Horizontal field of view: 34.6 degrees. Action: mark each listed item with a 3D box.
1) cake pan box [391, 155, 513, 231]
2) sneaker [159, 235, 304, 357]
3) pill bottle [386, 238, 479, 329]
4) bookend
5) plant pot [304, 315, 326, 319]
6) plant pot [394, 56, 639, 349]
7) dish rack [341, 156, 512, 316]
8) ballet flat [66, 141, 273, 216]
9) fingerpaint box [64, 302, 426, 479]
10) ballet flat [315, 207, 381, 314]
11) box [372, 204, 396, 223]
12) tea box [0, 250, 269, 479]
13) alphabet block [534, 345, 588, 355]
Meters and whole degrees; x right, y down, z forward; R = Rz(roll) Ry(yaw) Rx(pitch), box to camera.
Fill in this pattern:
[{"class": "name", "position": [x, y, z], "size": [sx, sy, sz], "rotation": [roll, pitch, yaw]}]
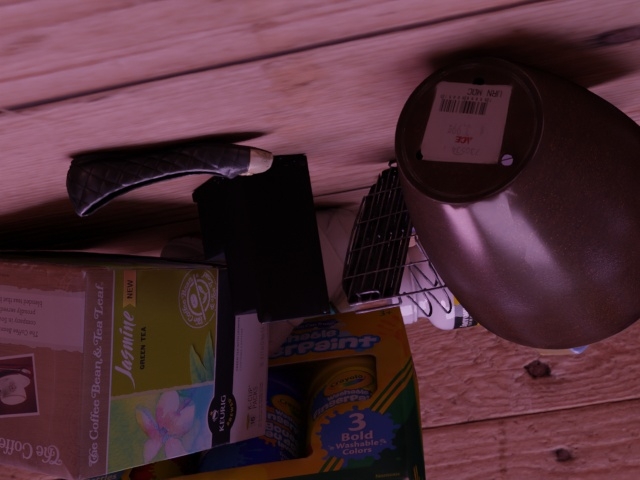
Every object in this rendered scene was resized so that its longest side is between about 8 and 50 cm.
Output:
[{"class": "cake pan box", "position": [0.255, -0.066, 1.236], "size": [0.246, 0.070, 0.267], "rotation": [-1, 170, -41]}, {"class": "sneaker", "position": [-0.137, 0.078, 1.404], "size": [0.252, 0.111, 0.103], "rotation": [26, 170, 34]}, {"class": "pill bottle", "position": [0.282, 0.057, 1.824], "size": [0.334, 0.187, 0.188], "rotation": [-9, 174, -1]}, {"class": "bookend", "position": [-0.064, 0.009, 1.031], "size": [0.072, 0.157, 0.156], "rotation": [-6, 172, -25]}, {"class": "plant pot", "position": [-0.110, 0.115, 1.654], "size": [0.275, 0.274, 0.293], "rotation": [-9, 158, -5]}, {"class": "plant pot", "position": [0.150, -0.044, 0.785], "size": [0.215, 0.215, 0.230], "rotation": [-12, 158, 25]}, {"class": "dish rack", "position": [0.152, -0.013, 1.003], "size": [0.272, 0.208, 0.074], "rotation": [-13, 133, 33]}, {"class": "ballet flat", "position": [-0.125, -0.054, 0.862], "size": [0.173, 0.049, 0.057], "rotation": [-8, 175, -9]}, {"class": "fingerpaint box", "position": [-0.091, 0.276, 1.371], "size": [0.445, 0.163, 0.371], "rotation": [-10, -152, 8]}, {"class": "ballet flat", "position": [0.019, 0.018, 1.427], "size": [0.139, 0.139, 0.400], "rotation": [-10, 167, 10]}, {"class": "box", "position": [0.148, -0.046, 1.431], "size": [0.137, 0.027, 0.094], "rotation": [-14, 171, 40]}, {"class": "tea box", "position": [-0.283, 0.126, 1.204], "size": [0.329, 0.219, 0.323], "rotation": [3, -178, 32]}, {"class": "alphabet block", "position": [0.366, 0.050, 1.589], "size": [0.192, 0.193, 0.197], "rotation": [-42, 177, -6]}]
